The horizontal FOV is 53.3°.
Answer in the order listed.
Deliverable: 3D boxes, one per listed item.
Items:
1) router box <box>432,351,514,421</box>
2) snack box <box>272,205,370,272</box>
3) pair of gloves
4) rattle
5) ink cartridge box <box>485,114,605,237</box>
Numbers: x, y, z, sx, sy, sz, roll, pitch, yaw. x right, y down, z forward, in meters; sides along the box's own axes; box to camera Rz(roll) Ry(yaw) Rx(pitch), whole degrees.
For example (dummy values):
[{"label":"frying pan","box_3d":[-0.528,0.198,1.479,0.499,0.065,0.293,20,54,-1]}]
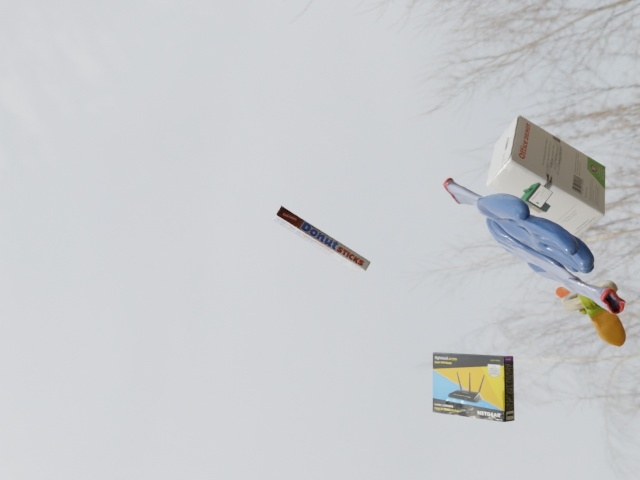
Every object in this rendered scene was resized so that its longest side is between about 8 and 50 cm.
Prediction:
[{"label":"router box","box_3d":[0.323,0.308,1.358,0.046,0.179,0.133,9,-102,-43]},{"label":"snack box","box_3d":[0.000,0.000,1.088,0.178,0.064,0.022,32,-99,-5]},{"label":"pair of gloves","box_3d":[0.198,0.000,0.592,0.023,0.159,0.198,-53,-43,0]},{"label":"rattle","box_3d":[0.643,0.166,1.510,0.130,0.199,0.143,-43,-95,-12]},{"label":"ink cartridge box","box_3d":[0.455,-0.130,1.284,0.219,0.092,0.160,30,-133,-4]}]
